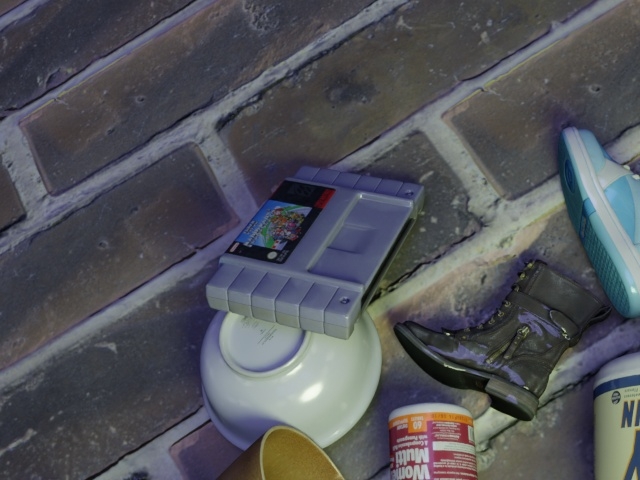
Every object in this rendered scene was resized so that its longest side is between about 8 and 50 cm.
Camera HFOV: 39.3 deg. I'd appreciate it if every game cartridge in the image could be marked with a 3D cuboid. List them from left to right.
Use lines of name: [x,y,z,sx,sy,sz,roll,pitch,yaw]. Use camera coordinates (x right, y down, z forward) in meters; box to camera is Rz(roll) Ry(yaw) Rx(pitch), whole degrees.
game cartridge: [0.000,0.000,1.369,0.230,0.068,0.355,14,39,17]

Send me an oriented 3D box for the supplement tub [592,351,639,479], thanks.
supplement tub: [0.456,0.316,1.098,0.235,0.235,0.325,0,66,15]

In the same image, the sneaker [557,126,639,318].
sneaker: [0.488,-0.051,1.327,0.208,0.127,0.319,-16,63,1]

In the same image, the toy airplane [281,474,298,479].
toy airplane: [-0.048,0.288,1.364,0.151,0.028,0.151,-8,60,13]

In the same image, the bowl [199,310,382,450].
bowl: [-0.063,0.163,1.348,0.297,0.134,0.298,-8,57,13]

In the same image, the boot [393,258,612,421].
boot: [0.267,0.122,1.333,0.263,0.091,0.229,28,70,20]

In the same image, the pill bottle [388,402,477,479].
pill bottle: [0.156,0.344,1.231,0.121,0.121,0.221,-6,64,12]

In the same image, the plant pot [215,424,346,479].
plant pot: [-0.100,0.419,1.223,0.254,0.237,0.237,-35,61,16]
